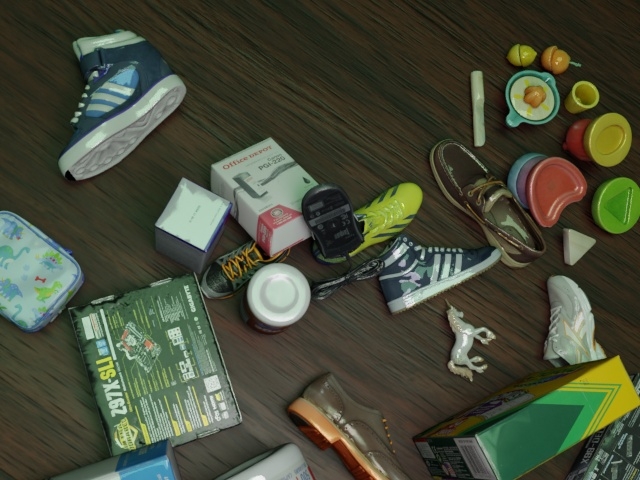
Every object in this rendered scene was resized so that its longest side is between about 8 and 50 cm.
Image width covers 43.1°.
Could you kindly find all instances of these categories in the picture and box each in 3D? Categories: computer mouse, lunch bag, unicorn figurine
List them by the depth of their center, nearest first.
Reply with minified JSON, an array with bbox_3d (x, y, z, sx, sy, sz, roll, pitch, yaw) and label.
[{"bbox_3d":[-0.584,0.060,1.576,0.219,0.090,0.176,37,73,-1],"label":"lunch bag"},{"bbox_3d":[0.000,0.000,1.604,0.184,0.060,0.262,-27,126,5],"label":"computer mouse"},{"bbox_3d":[0.313,0.212,1.737,0.111,0.060,0.162,17,73,-8],"label":"unicorn figurine"}]

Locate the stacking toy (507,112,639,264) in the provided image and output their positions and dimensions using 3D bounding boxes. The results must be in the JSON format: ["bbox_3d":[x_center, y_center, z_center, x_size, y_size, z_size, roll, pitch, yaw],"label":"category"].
[{"bbox_3d":[0.585,-0.122,1.878,0.309,0.130,0.279,-32,111,-14],"label":"stacking toy"}]

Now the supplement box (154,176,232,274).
[{"bbox_3d":[-0.253,-0.023,1.597,0.114,0.220,0.111,28,72,-3],"label":"supplement box"}]

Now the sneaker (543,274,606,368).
[{"bbox_3d":[0.534,0.205,1.768,0.121,0.099,0.262,-15,79,-10],"label":"sneaker"}]

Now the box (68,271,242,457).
[{"bbox_3d":[-0.323,0.249,1.591,0.257,0.079,0.322,-18,81,-13],"label":"box"}]

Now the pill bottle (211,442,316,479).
[{"bbox_3d":[-0.055,0.601,1.479,0.229,0.229,0.407,-25,83,-16],"label":"pill bottle"}]

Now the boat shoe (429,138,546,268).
[{"bbox_3d":[0.377,-0.094,1.792,0.123,0.123,0.342,-33,85,-17],"label":"boat shoe"}]

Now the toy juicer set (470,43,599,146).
[{"bbox_3d":[0.478,-0.365,1.897,0.329,0.089,0.209,-19,81,-15],"label":"toy juicer set"}]

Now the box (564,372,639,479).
[{"bbox_3d":[0.695,0.479,1.741,0.242,0.076,0.307,35,73,-2],"label":"box"}]

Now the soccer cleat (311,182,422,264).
[{"bbox_3d":[0.110,-0.037,1.724,0.289,0.121,0.093,-31,85,-16],"label":"soccer cleat"}]

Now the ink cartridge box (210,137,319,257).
[{"bbox_3d":[-0.102,-0.093,1.661,0.158,0.092,0.218,-29,57,-27],"label":"ink cartridge box"}]

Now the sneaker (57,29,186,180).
[{"bbox_3d":[-0.465,-0.300,1.681,0.323,0.130,0.236,-42,78,-13],"label":"sneaker"}]

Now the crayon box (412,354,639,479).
[{"bbox_3d":[0.381,0.348,1.559,0.313,0.363,0.106,-25,82,-16],"label":"crayon box"}]

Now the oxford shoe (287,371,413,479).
[{"bbox_3d":[0.108,0.413,1.615,0.364,0.130,0.133,44,65,0],"label":"oxford shoe"}]

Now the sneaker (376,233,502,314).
[{"bbox_3d":[0.247,0.035,1.747,0.282,0.099,0.153,-25,84,-13],"label":"sneaker"}]

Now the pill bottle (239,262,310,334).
[{"bbox_3d":[-0.095,0.122,1.594,0.121,0.216,0.121,2,76,-10],"label":"pill bottle"}]

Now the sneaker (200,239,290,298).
[{"bbox_3d":[-0.155,0.044,1.672,0.215,0.083,0.084,-35,87,-16],"label":"sneaker"}]

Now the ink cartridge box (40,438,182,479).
[{"bbox_3d":[-0.416,0.554,1.411,0.395,0.166,0.285,-16,91,-10],"label":"ink cartridge box"}]
